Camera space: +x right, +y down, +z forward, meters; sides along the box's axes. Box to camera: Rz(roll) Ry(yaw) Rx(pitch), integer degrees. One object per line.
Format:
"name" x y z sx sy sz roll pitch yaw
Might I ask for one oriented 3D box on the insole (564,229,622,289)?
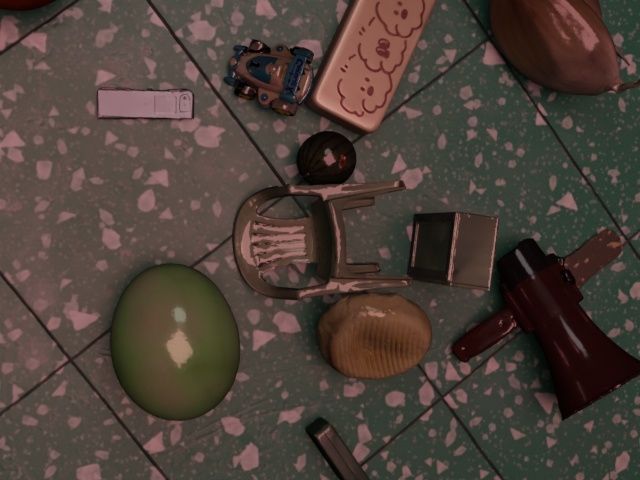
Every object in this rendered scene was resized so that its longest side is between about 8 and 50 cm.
"insole" 0.503 0.065 2.033 0.248 0.011 0.081 -37 100 -10

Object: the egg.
"egg" -0.250 0.174 1.745 0.220 0.220 0.270 -14 94 -13

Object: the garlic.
"garlic" 0.470 -0.421 1.907 0.340 0.246 0.231 42 68 0

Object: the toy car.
"toy car" -0.092 -0.306 1.827 0.161 0.098 0.126 19 86 3

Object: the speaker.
"speaker" 0.425 0.187 1.948 0.198 0.259 0.329 -12 59 -51

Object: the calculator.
"calculator" -0.313 -0.246 1.826 0.172 0.018 0.057 -1 90 -13

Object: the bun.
"bun" 0.094 0.158 1.867 0.222 0.127 0.222 -5 132 -5

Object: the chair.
"chair" 0.000 0.000 1.837 0.274 0.190 0.203 -3 90 -21

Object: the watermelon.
"watermelon" 0.003 -0.141 1.855 0.133 0.105 0.105 -35 99 -35

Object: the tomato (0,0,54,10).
"tomato" -0.508 -0.507 1.670 0.255 0.224 0.256 -1 92 -18

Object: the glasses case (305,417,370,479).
"glasses case" 0.044 0.417 1.893 0.039 0.078 0.184 -36 99 -13

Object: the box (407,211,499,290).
"box" 0.238 0.018 1.858 0.086 0.225 0.129 8 89 -13

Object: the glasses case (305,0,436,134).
"glasses case" 0.101 -0.372 1.894 0.144 0.076 0.336 25 85 -12
